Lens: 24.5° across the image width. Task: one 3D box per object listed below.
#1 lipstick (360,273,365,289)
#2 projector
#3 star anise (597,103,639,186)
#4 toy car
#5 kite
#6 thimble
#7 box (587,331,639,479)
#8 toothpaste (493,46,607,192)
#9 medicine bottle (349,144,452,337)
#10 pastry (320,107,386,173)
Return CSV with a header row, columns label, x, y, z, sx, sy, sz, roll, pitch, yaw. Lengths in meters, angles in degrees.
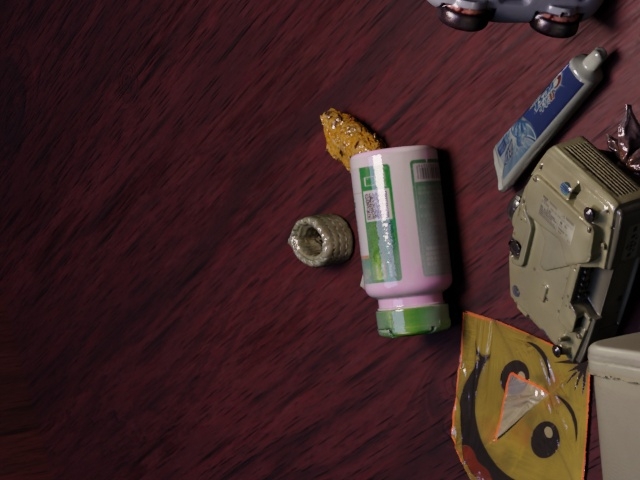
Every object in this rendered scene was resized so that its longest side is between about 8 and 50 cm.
label,x,y,z,sx,sy,sz,roll,pitch,yaw
lipstick,0.094,0.019,2.290,0.030,0.030,0.129,41,127,44
projector,0.315,0.007,1.892,0.193,0.088,0.269,50,146,40
star anise,0.386,-0.106,1.840,0.124,0.056,0.129,16,111,55
toy car,0.234,-0.383,1.865,0.212,0.271,0.180,-114,30,-54
kite,0.287,0.251,2.072,0.327,0.013,0.377,-51,54,44
thimble,0.000,0.000,2.391,0.110,0.062,0.084,2,97,54
box,0.486,0.288,1.669,0.352,0.177,0.343,3,101,54
toothpaste,0.302,-0.167,1.965,0.069,0.047,0.268,55,140,16
medicine bottle,0.122,0.003,2.162,0.133,0.133,0.274,-10,86,54
pastry,0.050,-0.151,2.305,0.140,0.056,0.080,33,132,45
